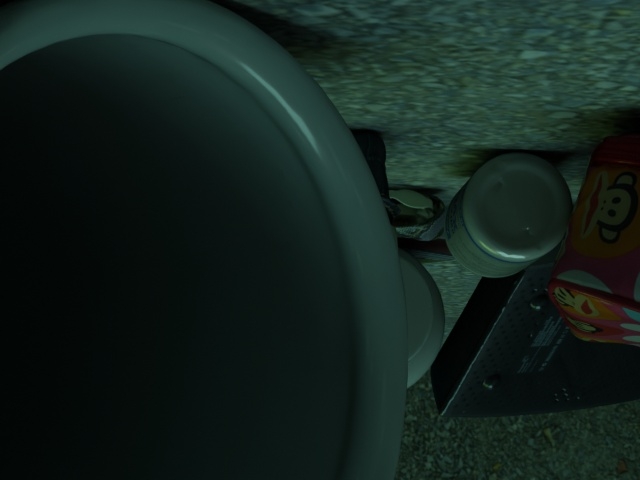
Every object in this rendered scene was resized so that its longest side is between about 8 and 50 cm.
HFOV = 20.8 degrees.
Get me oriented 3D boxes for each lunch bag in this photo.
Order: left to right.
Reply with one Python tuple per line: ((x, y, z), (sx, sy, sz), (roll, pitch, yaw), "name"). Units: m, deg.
((0.278, 0.034, 1.066), (0.258, 0.120, 0.293), (18, 177, 11), "lunch bag")

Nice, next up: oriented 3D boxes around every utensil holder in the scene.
((-0.203, 0.062, 0.863), (0.385, 0.328, 0.327), (-4, 171, 43), "utensil holder")

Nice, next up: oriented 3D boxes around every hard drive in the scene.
((0.211, 0.062, 1.384), (0.254, 0.054, 0.172), (-2, 131, -37), "hard drive")

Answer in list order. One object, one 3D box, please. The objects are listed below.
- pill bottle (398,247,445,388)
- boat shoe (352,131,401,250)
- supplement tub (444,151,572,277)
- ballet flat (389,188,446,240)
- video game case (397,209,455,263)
((0.031, 0.066, 1.356), (0.124, 0.124, 0.221), (2, 172, -4), "pill bottle")
((-0.034, -0.015, 1.141), (0.095, 0.079, 0.254), (8, 168, -25), "boat shoe")
((0.121, -0.015, 1.139), (0.071, 0.071, 0.107), (2, 171, -4), "supplement tub")
((0.036, -0.023, 1.242), (0.114, 0.041, 0.041), (3, 172, -11), "ballet flat")
((0.000, 0.000, 1.432), (0.204, 0.025, 0.285), (8, 170, -39), "video game case")
